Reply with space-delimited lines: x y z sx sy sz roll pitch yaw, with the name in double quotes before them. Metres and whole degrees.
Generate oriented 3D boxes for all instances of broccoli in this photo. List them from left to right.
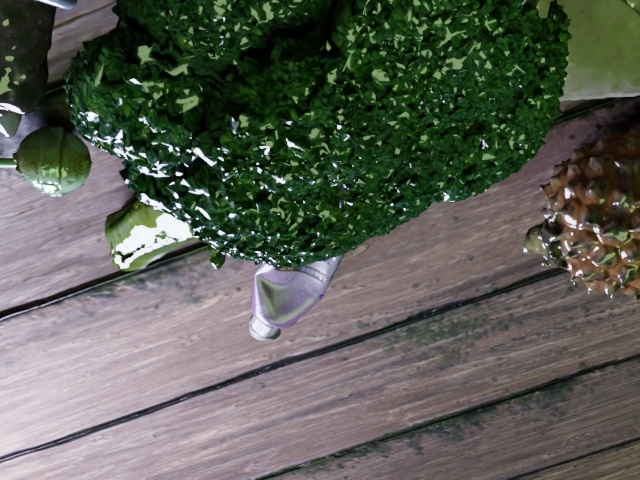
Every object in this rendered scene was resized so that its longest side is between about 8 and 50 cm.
"broccoli" -0.068 -0.065 0.946 0.198 0.177 0.275 -36 -175 -28
"broccoli" 0.004 -0.119 0.667 0.307 0.275 0.308 3 159 1

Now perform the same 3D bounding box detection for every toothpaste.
"toothpaste" 0.000 0.000 1.090 0.075 0.048 0.301 0 141 -32

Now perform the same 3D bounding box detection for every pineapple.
"pineapple" 0.280 -0.022 1.068 0.193 0.166 0.166 -18 143 10

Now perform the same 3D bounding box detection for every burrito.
"burrito" 0.116 -0.175 0.851 0.299 0.105 0.143 0 117 -19

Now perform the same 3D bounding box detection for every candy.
"candy" -0.286 -0.063 0.922 0.202 0.061 0.061 -1 142 -5

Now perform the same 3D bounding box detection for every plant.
"plant" -0.241 -0.146 0.750 0.129 0.132 0.194 9 133 -24

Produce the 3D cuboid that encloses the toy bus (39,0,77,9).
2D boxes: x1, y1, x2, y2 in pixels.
"toy bus" -0.190 -0.243 0.557 0.294 0.197 0.232 12 126 -33
